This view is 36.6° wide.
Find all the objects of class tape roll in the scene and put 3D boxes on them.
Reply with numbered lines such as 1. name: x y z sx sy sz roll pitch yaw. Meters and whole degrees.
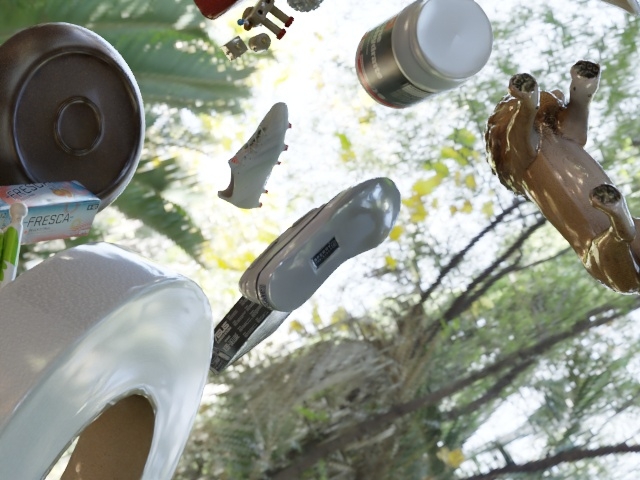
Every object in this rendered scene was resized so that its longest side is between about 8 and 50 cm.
1. tape roll: -0.208 0.188 0.719 0.072 0.392 0.392 25 -44 13

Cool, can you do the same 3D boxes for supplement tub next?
1. supplement tub: 0.202 -0.376 1.929 0.272 0.191 0.191 -10 -80 68

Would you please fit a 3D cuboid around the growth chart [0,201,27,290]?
1. growth chart: -0.357 0.066 0.811 0.021 0.237 0.172 65 12 -51

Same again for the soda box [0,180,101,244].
1. soda box: -0.389 -0.037 1.309 0.058 0.183 0.063 36 -67 23

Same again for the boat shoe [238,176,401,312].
1. boat shoe: 0.000 0.000 1.294 0.088 0.267 0.096 10 -44 48

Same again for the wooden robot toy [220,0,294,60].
1. wooden robot toy: -0.097 -0.344 1.534 0.076 0.173 0.079 39 -18 -22

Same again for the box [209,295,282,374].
1. box: -0.110 0.136 2.094 0.076 0.242 0.307 46 -56 8

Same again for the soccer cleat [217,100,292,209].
1. soccer cleat: -0.102 -0.130 1.498 0.068 0.076 0.196 -104 -148 -52

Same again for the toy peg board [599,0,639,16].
1. toy peg board: 0.367 -0.395 1.321 0.161 0.160 0.079 34 -81 30

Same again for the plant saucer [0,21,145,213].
1. plant saucer: -0.380 -0.175 1.475 0.050 0.310 0.311 8 -64 39

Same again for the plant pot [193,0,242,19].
1. plant pot: -0.040 -0.439 1.031 0.235 0.267 0.267 -16 -69 46

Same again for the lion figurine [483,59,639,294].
1. lion figurine: 0.300 -0.049 1.096 0.240 0.142 0.392 82 -12 -57

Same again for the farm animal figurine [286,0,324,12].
1. farm animal figurine: -0.090 -0.565 1.540 0.330 0.172 0.327 43 -39 12
